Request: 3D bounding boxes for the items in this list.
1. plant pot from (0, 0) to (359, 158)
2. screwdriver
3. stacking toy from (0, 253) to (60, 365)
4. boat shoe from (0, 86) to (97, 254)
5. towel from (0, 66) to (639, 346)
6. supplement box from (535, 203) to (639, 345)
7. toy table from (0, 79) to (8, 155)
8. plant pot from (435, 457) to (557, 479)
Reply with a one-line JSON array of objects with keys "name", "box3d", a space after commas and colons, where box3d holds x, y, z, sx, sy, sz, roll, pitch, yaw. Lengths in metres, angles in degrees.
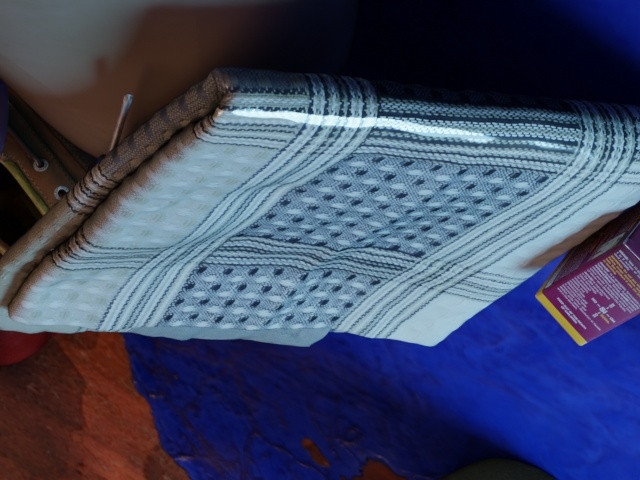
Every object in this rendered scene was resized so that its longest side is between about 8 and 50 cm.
[{"name": "plant pot", "box3d": [-0.101, -0.197, 0.949, 0.323, 0.323, 0.280, 19, 151, 28]}, {"name": "screwdriver", "box3d": [-0.110, -0.048, 0.951, 0.170, 0.024, 0.025, 117, 144, -65]}, {"name": "stacking toy", "box3d": [-0.341, -0.013, 1.460, 0.309, 0.130, 0.279, 57, 165, -9]}, {"name": "boat shoe", "box3d": [-0.233, -0.064, 1.287, 0.307, 0.104, 0.110, 35, 139, 12]}, {"name": "towel", "box3d": [0.000, 0.000, 1.024, 0.324, 0.312, 0.056, -35, 60, 51]}, {"name": "supplement box", "box3d": [0.174, 0.017, 1.050, 0.043, 0.055, 0.083, 48, 140, -5]}, {"name": "toy table", "box3d": [-0.260, -0.154, 1.151, 0.161, 0.252, 0.274, -47, 55, 40]}, {"name": "plant pot", "box3d": [0.075, 0.266, 1.185, 0.237, 0.254, 0.237, 22, 134, 25]}]
